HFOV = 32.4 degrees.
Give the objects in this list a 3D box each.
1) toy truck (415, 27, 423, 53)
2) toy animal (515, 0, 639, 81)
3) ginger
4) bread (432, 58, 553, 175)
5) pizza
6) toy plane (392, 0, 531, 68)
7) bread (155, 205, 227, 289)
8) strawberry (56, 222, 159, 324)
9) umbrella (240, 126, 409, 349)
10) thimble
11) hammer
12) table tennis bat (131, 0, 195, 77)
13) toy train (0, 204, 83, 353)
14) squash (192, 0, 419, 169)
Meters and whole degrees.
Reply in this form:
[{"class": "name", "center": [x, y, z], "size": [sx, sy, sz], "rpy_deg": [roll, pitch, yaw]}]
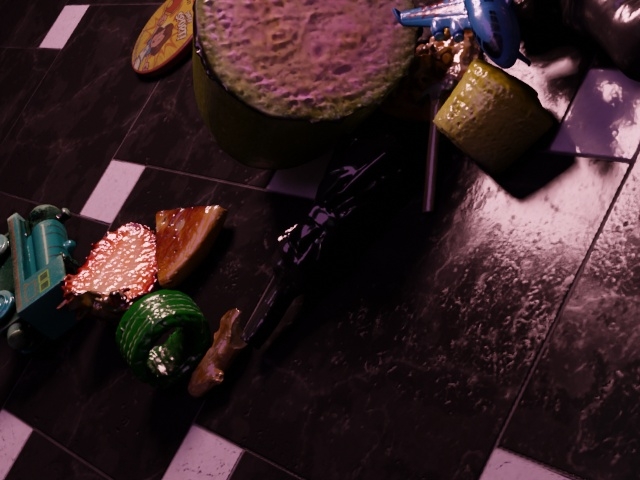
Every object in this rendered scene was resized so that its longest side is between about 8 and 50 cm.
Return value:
[{"class": "toy truck", "center": [0.101, -0.285, 1.622], "size": [0.063, 0.074, 0.136], "rpy_deg": [-100, 17, -46]}, {"class": "toy animal", "center": [0.342, -0.300, 1.339], "size": [0.343, 0.106, 0.168], "rpy_deg": [40, 114, 56]}, {"class": "ginger", "center": [-0.137, 0.160, 1.520], "size": [0.057, 0.044, 0.137], "rpy_deg": [30, 89, 23]}, {"class": "bread", "center": [0.211, -0.158, 1.373], "size": [0.114, 0.111, 0.129], "rpy_deg": [-53, 33, 12]}, {"class": "pizza", "center": [0.171, -0.250, 1.526], "size": [0.185, 0.052, 0.195], "rpy_deg": [5, 64, 44]}, {"class": "toy plane", "center": [0.204, -0.311, 1.362], "size": [0.254, 0.105, 0.271], "rpy_deg": [-32, 55, 31]}, {"class": "bread", "center": [-0.195, -0.011, 1.704], "size": [0.136, 0.054, 0.154], "rpy_deg": [-35, 46, 23]}, {"class": "strawberry", "center": [-0.307, 0.063, 1.753], "size": [0.167, 0.087, 0.208], "rpy_deg": [5, 36, 26]}, {"class": "umbrella", "center": [0.000, 0.000, 1.473], "size": [0.340, 0.118, 0.118], "rpy_deg": [-57, 38, 3]}, {"class": "thimble", "center": [-0.224, 0.140, 1.564], "size": [0.090, 0.118, 0.130], "rpy_deg": [42, 120, 48]}, {"class": "hammer", "center": [0.146, -0.122, 1.444], "size": [0.062, 0.017, 0.182], "rpy_deg": [-6, 70, 41]}, {"class": "table tennis bat", "center": [-0.251, -0.428, 2.114], "size": [0.310, 0.038, 0.200], "rpy_deg": [-36, 41, 24]}, {"class": "toy train", "center": [-0.491, 0.057, 1.908], "size": [0.194, 0.120, 0.298], "rpy_deg": [-36, 40, 8]}, {"class": "squash", "center": [-0.036, -0.232, 1.575], "size": [0.309, 0.310, 0.310], "rpy_deg": [105, -176, -67]}]
